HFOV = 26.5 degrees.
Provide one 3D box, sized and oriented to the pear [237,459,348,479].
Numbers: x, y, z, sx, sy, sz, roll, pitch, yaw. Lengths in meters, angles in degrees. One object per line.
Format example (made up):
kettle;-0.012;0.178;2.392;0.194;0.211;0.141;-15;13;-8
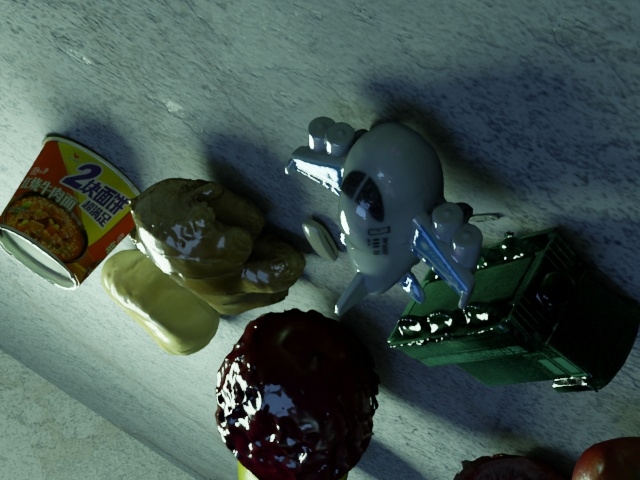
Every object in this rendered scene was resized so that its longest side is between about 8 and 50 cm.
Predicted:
pear;-0.056;0.428;2.587;0.212;0.212;0.269;38;164;-9

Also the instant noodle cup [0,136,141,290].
instant noodle cup;-0.404;-0.034;2.150;0.213;0.174;0.213;29;159;13

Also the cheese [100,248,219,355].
cheese;-0.282;0.106;2.370;0.226;0.117;0.214;40;163;2

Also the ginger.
ginger;-0.123;0.012;1.971;0.236;0.166;0.375;-14;165;18

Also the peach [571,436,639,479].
peach;0.420;0.350;1.696;0.243;0.199;0.243;33;162;12

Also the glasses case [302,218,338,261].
glasses case;0.000;0.000;1.824;0.032;0.021;0.083;19;154;34

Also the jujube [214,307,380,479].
jujube;-0.037;0.246;2.114;0.258;0.258;0.377;29;146;16

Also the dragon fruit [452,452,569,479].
dragon fruit;0.312;0.466;2.066;0.269;0.250;0.291;1;138;26

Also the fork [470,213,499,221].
fork;0.164;-0.024;1.543;0.016;0.012;0.115;41;154;-26

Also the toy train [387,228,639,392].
toy train;0.214;0.095;1.554;0.178;0.138;0.330;35;161;-13

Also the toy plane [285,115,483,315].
toy plane;0.069;-0.024;1.484;0.267;0.122;0.267;35;147;26
